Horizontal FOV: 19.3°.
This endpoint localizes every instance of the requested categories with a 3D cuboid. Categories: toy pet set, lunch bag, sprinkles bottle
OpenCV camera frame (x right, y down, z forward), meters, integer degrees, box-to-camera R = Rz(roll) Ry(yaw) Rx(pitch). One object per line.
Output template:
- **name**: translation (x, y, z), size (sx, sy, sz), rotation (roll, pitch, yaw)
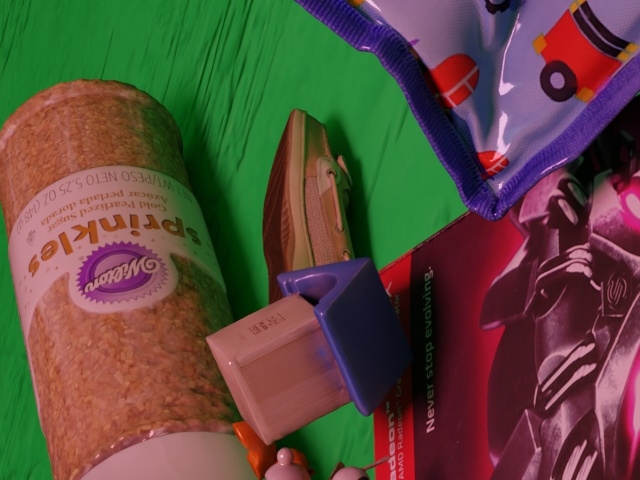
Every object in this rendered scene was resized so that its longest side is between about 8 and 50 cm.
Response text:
- **toy pet set**: translation (0.009, 0.068, 0.690), size (0.114, 0.065, 0.122), rotation (67, 169, -17)
- **lunch bag**: translation (0.138, -0.174, 0.573), size (0.293, 0.138, 0.221), rotation (-34, 19, 37)
- **sprinkles bottle**: translation (-0.102, 0.057, 1.022), size (0.121, 0.121, 0.355), rotation (-62, 31, 30)

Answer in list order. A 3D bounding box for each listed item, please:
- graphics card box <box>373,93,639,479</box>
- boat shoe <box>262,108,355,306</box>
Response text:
- **graphics card box**: translation (0.140, 0.062, 0.569), size (0.371, 0.094, 0.233), rotation (-35, 50, 54)
- **boat shoe**: translation (0.001, -0.001, 0.938), size (0.056, 0.048, 0.153), rotation (111, 162, -45)
